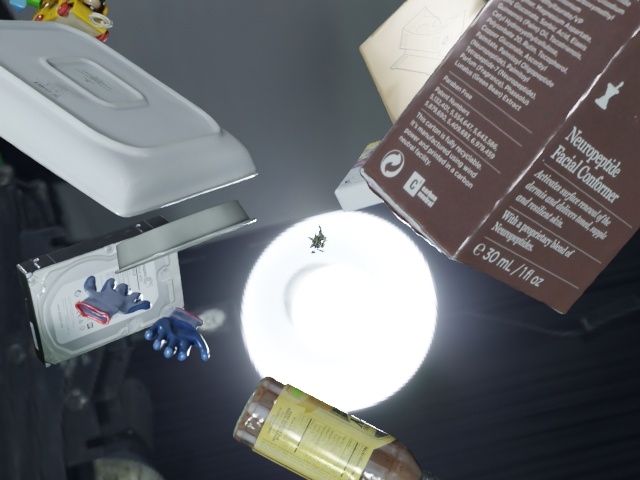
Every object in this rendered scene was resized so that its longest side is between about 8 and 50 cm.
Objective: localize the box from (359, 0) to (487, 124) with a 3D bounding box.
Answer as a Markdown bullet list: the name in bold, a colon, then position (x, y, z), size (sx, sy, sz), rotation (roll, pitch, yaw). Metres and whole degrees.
- **box**: position (0.131, -0.229, 1.110), size (0.021, 0.164, 0.201), rotation (33, -154, -35)

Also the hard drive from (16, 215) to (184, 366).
- **hard drive**: position (-0.462, 0.107, 2.030), size (0.064, 0.339, 0.237), rotation (30, 131, 45)

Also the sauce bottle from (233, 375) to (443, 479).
- **sauce bottle**: position (0.049, 0.313, 1.337), size (0.111, 0.344, 0.111), rotation (-62, -5, -9)

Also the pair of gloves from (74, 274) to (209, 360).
- **pair of gloves**: position (-0.234, 0.106, 1.263), size (0.023, 0.198, 0.159), rotation (-62, 2, 13)

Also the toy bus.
- **toy bus**: position (-0.455, -0.432, 1.772), size (0.191, 0.202, 0.104), rotation (91, -165, -71)

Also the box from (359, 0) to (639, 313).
- **box**: position (0.231, -0.140, 0.740), size (0.191, 0.381, 0.143), rotation (23, -162, -46)

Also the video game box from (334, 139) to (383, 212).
- **video game box**: position (0.144, -0.126, 1.500), size (0.048, 0.205, 0.187), rotation (62, -148, -22)

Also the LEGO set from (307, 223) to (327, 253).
- **LEGO set**: position (0.000, 0.003, 1.712), size (0.083, 0.023, 0.054), rotation (-120, 42, -59)

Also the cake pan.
- **cake pan**: position (-0.271, -0.011, 1.841), size (0.293, 0.293, 0.054), rotation (-69, -42, -87)

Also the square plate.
- **square plate**: position (-0.264, -0.163, 1.079), size (0.049, 0.347, 0.344), rotation (-59, -10, 19)
